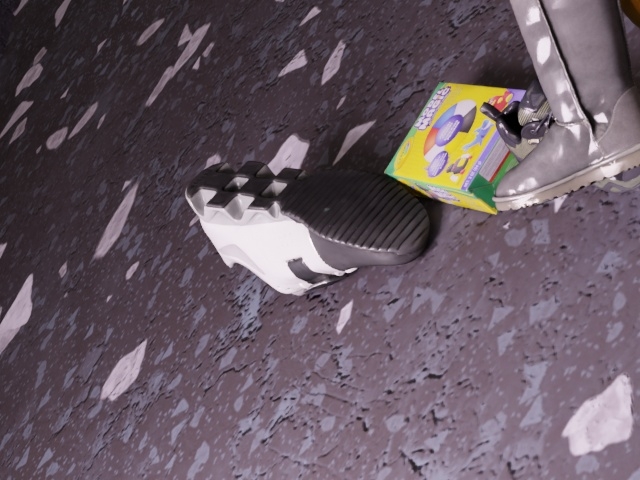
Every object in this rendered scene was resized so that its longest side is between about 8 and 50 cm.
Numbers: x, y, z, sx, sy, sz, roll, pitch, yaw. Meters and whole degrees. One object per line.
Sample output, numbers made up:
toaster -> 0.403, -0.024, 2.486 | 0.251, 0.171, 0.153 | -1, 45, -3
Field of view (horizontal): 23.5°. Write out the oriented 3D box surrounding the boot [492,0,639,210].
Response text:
boot -> 0.204, -0.148, 1.373 | 0.189, 0.208, 0.076 | -24, 4, 27

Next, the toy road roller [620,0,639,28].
toy road roller -> 0.385, -0.326, 1.382 | 0.329, 0.202, 0.240 | -57, 14, -1

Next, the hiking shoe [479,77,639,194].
hiking shoe -> 0.242, -0.103, 1.447 | 0.227, 0.114, 0.086 | -7, 53, 58

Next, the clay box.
clay box -> 0.153, -0.106, 1.683 | 0.127, 0.053, 0.222 | -58, 26, -7

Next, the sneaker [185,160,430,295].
sneaker -> 0.000, 0.000, 1.778 | 0.330, 0.146, 0.122 | 13, 43, 40
